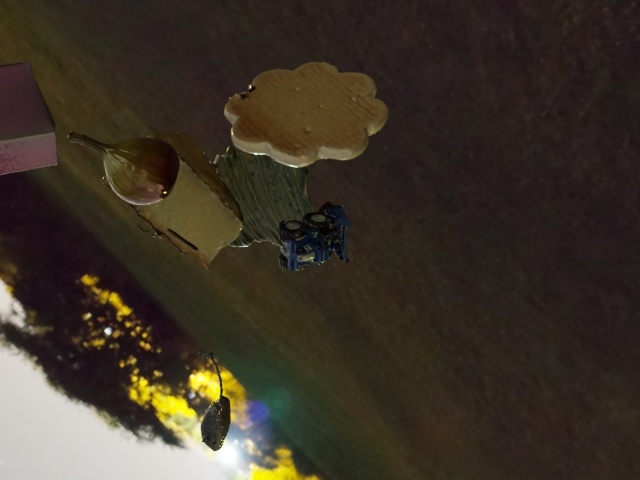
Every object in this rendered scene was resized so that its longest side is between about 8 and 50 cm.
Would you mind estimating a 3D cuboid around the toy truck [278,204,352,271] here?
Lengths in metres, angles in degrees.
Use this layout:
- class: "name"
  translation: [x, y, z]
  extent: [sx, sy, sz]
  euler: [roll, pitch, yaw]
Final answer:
- class: "toy truck"
  translation: [0.000, 0.000, 1.794]
  extent: [0.126, 0.208, 0.113]
  euler: [30, 132, 40]

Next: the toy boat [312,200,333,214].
- class: "toy boat"
  translation: [-0.072, -0.019, 2.342]
  extent: [0.318, 0.219, 0.072]
  euler: [-6, 155, 43]

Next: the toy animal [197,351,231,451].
- class: "toy animal"
  translation: [-0.267, 0.409, 1.860]
  extent: [0.070, 0.079, 0.253]
  euler: [176, 92, -76]

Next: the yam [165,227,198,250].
- class: "yam"
  translation: [-0.351, -0.001, 1.866]
  extent: [0.107, 0.014, 0.014]
  euler: [39, 175, -37]

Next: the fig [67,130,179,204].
- class: "fig"
  translation: [-0.415, -0.149, 1.552]
  extent: [0.160, 0.230, 0.143]
  euler: [-138, 52, -60]

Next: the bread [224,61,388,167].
- class: "bread"
  translation: [-0.026, -0.242, 1.400]
  extent: [0.316, 0.316, 0.054]
  euler: [39, 148, 33]

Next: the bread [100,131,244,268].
- class: "bread"
  translation: [-0.387, -0.105, 1.947]
  extent: [0.315, 0.248, 0.279]
  euler: [54, -164, 14]

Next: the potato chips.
- class: "potato chips"
  translation: [-0.167, -0.120, 2.151]
  extent: [0.373, 0.097, 0.389]
  euler: [12, 124, 22]

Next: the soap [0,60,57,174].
- class: "soap"
  translation: [-0.539, -0.171, 1.088]
  extent: [0.181, 0.259, 0.081]
  euler: [58, 148, 30]
